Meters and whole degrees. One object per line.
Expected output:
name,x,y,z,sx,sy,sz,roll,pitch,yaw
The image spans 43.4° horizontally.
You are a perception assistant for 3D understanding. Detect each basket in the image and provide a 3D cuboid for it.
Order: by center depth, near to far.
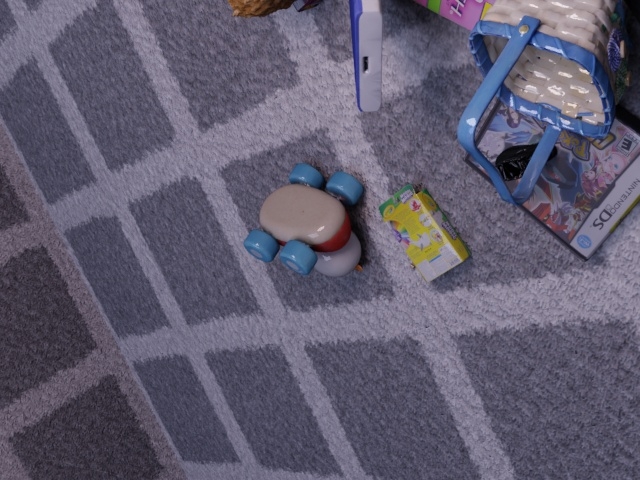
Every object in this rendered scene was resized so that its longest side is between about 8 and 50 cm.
basket,0.297,-0.211,1.094,0.201,0.289,0.254,32,179,32

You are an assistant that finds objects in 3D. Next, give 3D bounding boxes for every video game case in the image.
video game case,0.386,-0.135,1.289,0.275,0.035,0.248,43,140,17

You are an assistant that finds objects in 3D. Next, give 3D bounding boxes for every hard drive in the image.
hard drive,0.065,-0.391,1.243,0.210,0.040,0.319,84,-176,-60

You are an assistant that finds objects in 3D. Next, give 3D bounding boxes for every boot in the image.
boot,0.306,-0.120,1.276,0.121,0.099,0.045,-13,103,50

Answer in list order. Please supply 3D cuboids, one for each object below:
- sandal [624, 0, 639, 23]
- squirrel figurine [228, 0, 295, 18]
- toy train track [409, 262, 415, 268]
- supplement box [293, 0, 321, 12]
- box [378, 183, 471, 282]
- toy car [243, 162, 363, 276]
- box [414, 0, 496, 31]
sandal,0.513,-0.251,1.014,0.446,0.107,0.167,67,163,7
squirrel figurine,-0.149,-0.594,1.372,0.370,0.281,0.397,40,136,31
toy train track,0.194,0.029,1.620,0.048,0.014,0.083,40,139,21
supplement box,-0.012,-0.462,1.476,0.083,0.055,0.043,-25,96,52
box,0.197,-0.018,1.553,0.105,0.043,0.179,-37,89,43
toy car,0.000,0.000,1.705,0.210,0.219,0.238,16,154,40
box,0.225,-0.446,1.184,0.243,0.117,0.214,36,137,24
